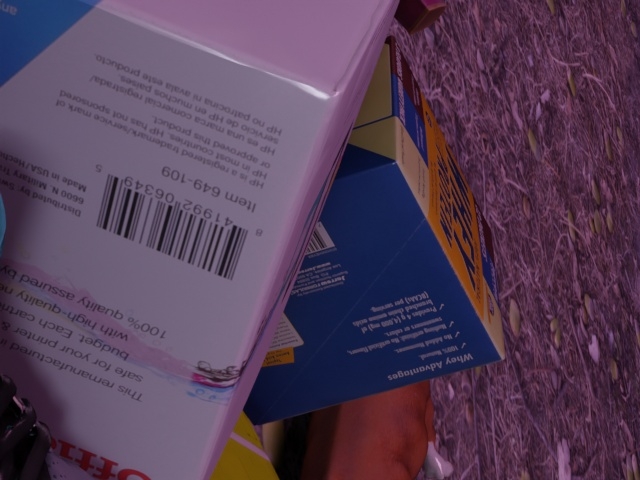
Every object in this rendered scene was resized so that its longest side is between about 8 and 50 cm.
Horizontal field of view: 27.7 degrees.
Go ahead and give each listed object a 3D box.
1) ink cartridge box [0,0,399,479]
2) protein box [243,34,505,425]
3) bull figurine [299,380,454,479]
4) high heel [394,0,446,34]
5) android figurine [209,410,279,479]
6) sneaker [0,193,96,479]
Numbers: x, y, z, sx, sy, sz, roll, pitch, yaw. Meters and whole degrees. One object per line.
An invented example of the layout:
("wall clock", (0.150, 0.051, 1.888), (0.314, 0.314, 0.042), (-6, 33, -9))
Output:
("ink cartridge box", (-0.095, -0.044, 0.620), (0.197, 0.198, 0.270), (-66, 178, -51))
("protein box", (0.000, 0.000, 0.915), (0.136, 0.199, 0.201), (-89, 155, -46))
("bull figurine", (0.051, 0.159, 1.097), (0.310, 0.101, 0.188), (-68, 142, -49))
("high heel", (0.031, -0.251, 1.274), (0.117, 0.082, 0.244), (50, 39, 10))
("android figurine", (-0.072, 0.149, 0.770), (0.273, 0.056, 0.248), (56, 7, 33))
("sneaker", (-0.150, 0.059, 0.500), (0.295, 0.178, 0.124), (30, 37, -24))
